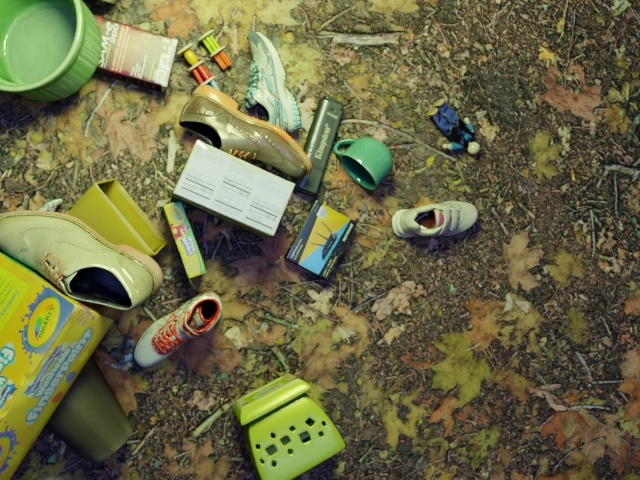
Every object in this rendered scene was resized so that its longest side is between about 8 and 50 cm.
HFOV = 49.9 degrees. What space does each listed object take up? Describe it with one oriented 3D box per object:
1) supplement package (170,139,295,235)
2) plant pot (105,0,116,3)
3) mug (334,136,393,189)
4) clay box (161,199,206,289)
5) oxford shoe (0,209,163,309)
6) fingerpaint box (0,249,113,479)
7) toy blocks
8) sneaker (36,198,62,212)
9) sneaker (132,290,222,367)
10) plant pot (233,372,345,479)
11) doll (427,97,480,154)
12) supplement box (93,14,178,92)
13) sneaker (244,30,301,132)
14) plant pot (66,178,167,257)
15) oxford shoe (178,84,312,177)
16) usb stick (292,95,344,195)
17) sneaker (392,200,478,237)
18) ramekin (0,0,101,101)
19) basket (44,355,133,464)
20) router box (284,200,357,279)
[{"bbox_3d":[-0.226,-0.125,1.741,0.262,0.204,0.145,24,84,-13],"label":"supplement package"},{"bbox_3d":[-0.528,-0.728,1.667,0.257,0.256,0.274,14,103,-14],"label":"plant pot"},{"bbox_3d":[0.124,-0.228,1.873,0.158,0.129,0.097,46,76,-10],"label":"mug"},{"bbox_3d":[-0.342,0.012,1.750,0.053,0.127,0.222,-21,95,-13],"label":"clay box"},{"bbox_3d":[-0.552,0.041,1.513,0.397,0.146,0.140,18,111,3],"label":"oxford shoe"},{"bbox_3d":[-0.750,0.264,1.541,0.371,0.163,0.444,28,81,21],"label":"fingerpaint box"},{"bbox_3d":[-0.286,-0.459,1.806,0.123,0.054,0.148,-39,105,-17],"label":"toy blocks"},{"bbox_3d":[-0.673,-0.056,1.712,0.098,0.038,0.069,-31,99,-3],"label":"sneaker"},{"bbox_3d":[-0.361,0.225,1.734,0.270,0.145,0.090,-39,99,-12],"label":"sneaker"},{"bbox_3d":[-0.096,0.473,1.767,0.228,0.227,0.207,-25,90,-13],"label":"plant pot"},{"bbox_3d":[0.389,-0.316,1.986,0.189,0.046,0.129,41,71,-17],"label":"doll"},{"bbox_3d":[-0.494,-0.474,1.742,0.240,0.073,0.130,13,87,-13],"label":"supplement box"},{"bbox_3d":[-0.148,-0.410,1.816,0.122,0.110,0.283,-22,95,-10],"label":"sneaker"},{"bbox_3d":[-0.525,-0.007,1.672,0.187,0.212,0.212,-37,99,1],"label":"plant pot"},{"bbox_3d":[-0.195,-0.248,1.779,0.364,0.130,0.132,31,63,-3],"label":"oxford shoe"},{"bbox_3d":[-0.006,-0.257,1.882,0.077,0.045,0.278,19,84,-13],"label":"usb stick"},{"bbox_3d":[0.336,-0.056,1.936,0.252,0.111,0.102,-11,92,-15],"label":"sneaker"},{"bbox_3d":[-0.667,-0.474,1.613,0.304,0.148,0.303,-1,85,8],"label":"ramekin"},{"bbox_3d":[-0.575,0.417,1.677,0.204,0.154,0.227,-43,105,-29],"label":"basket"},{"bbox_3d":[0.000,0.000,1.881,0.133,0.046,0.178,28,83,-13],"label":"router box"}]
